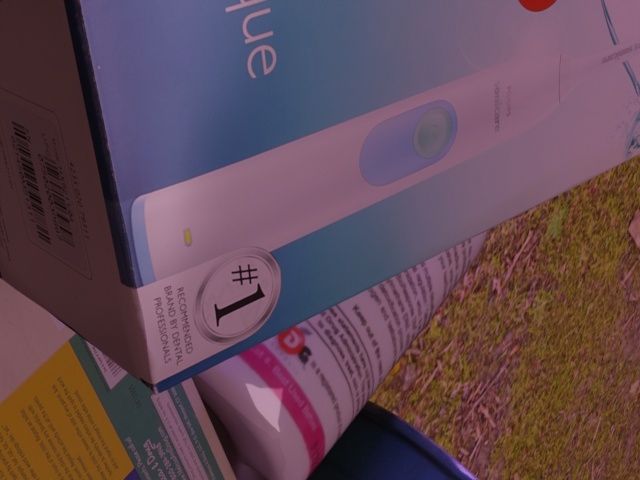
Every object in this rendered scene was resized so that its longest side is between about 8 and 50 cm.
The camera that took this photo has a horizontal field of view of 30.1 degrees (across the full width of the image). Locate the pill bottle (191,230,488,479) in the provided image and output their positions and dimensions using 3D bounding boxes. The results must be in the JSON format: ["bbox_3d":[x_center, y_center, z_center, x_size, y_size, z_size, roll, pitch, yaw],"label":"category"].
[{"bbox_3d":[0.000,0.000,0.703,0.283,0.160,0.160,-48,142,-30],"label":"pill bottle"}]

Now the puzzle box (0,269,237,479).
[{"bbox_3d":[-0.185,0.061,0.442,0.272,0.052,0.409,-46,135,-32],"label":"puzzle box"}]

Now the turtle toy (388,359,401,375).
[{"bbox_3d":[0.032,0.051,0.866,0.095,0.066,0.130,-71,160,-46],"label":"turtle toy"}]

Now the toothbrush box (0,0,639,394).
[{"bbox_3d":[0.014,-0.112,0.441,0.295,0.126,0.216,-24,122,-33],"label":"toothbrush box"}]

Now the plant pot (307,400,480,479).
[{"bbox_3d":[0.008,0.289,0.806,0.255,0.272,0.271,-42,140,-19],"label":"plant pot"}]
